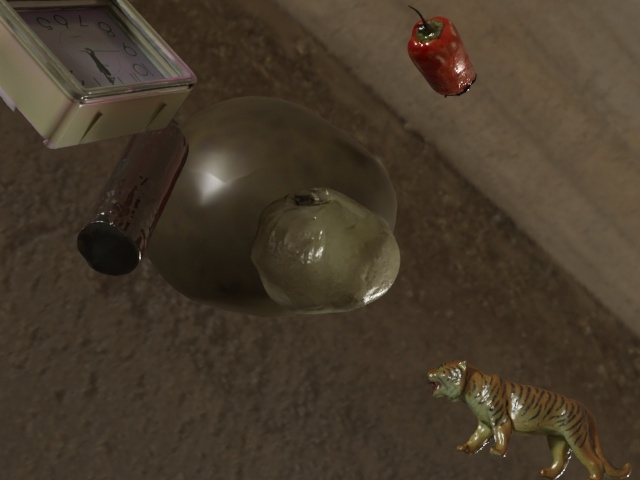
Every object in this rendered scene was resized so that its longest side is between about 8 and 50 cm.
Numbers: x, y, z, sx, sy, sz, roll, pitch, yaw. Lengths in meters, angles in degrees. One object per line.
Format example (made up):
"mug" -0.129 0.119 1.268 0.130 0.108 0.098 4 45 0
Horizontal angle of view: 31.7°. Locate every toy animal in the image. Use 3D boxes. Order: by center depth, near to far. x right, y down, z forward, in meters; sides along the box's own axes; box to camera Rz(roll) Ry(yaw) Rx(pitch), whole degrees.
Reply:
"toy animal" 0.228 0.202 1.244 0.057 0.241 0.099 87 19 -72

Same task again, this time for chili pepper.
"chili pepper" 0.178 -0.305 1.764 0.192 0.086 0.084 48 27 -46

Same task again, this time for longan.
"longan" -0.089 -0.053 1.749 0.404 0.405 0.336 -43 134 -57

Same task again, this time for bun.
"bun" 0.000 0.000 1.249 0.167 0.173 0.113 -35 131 -44

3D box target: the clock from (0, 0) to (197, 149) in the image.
"clock" -0.230 -0.172 1.104 0.147 0.071 0.192 48 30 13

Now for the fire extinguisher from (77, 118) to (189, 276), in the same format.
"fire extinguisher" -0.208 -0.076 1.277 0.089 0.072 0.267 31 38 -13
